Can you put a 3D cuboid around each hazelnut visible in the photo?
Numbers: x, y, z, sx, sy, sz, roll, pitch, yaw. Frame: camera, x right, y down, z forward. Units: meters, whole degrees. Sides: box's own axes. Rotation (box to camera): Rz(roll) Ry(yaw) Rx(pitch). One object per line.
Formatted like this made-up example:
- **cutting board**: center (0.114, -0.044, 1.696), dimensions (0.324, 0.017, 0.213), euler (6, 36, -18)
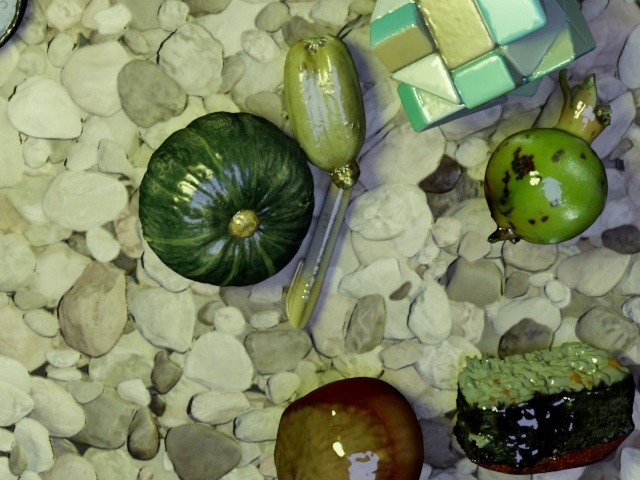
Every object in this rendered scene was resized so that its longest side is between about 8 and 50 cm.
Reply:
- **hazelnut**: center (0.050, 0.266, 1.616), dimensions (0.208, 0.208, 0.208), euler (-2, 108, -7)

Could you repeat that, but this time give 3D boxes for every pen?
- **pen**: center (0.000, 0.000, 1.595), dimensions (0.040, 0.032, 0.233), euler (20, 103, 11)

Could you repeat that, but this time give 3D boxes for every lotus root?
- **lotus root**: center (0.008, -0.149, 1.522), dimensions (0.090, 0.077, 0.183), euler (-13, 105, 4)

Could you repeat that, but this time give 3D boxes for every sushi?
- **sushi**: center (0.284, 0.211, 1.645), dimensions (0.225, 0.136, 0.126), euler (-2, 116, -12)

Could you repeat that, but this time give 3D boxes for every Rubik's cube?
- **Rubik's cube**: center (0.162, -0.249, 1.445), dimensions (0.213, 0.265, 0.224), euler (-25, 92, 27)

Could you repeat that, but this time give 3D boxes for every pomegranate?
- **pomegranate**: center (0.271, -0.097, 1.543), dimensions (0.156, 0.156, 0.220), euler (9, 86, -10)

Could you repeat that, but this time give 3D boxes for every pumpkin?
- **pumpkin**: center (-0.108, -0.046, 1.502), dimensions (0.212, 0.152, 0.211), euler (-5, 113, -13)

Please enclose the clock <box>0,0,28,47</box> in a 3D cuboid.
- **clock**: center (-0.418, -0.283, 1.442), dimensions (0.184, 0.040, 0.184), euler (-2, 108, -7)
